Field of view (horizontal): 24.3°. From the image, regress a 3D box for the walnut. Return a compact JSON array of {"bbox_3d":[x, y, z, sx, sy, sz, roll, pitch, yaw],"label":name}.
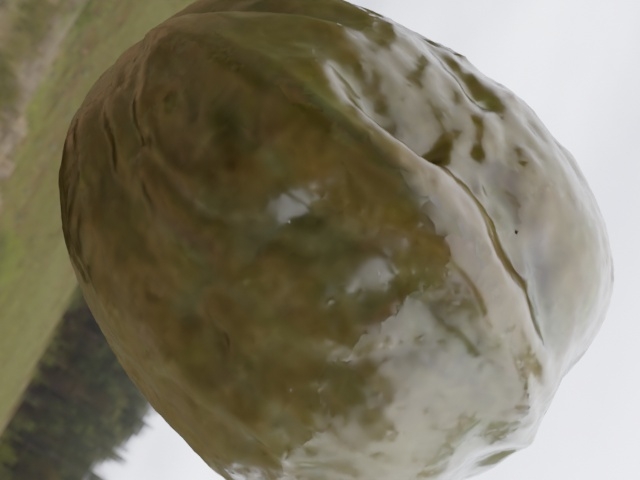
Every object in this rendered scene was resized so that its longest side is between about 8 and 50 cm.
[{"bbox_3d":[0.000,0.000,0.716,0.227,0.283,0.283,-42,-176,-25],"label":"walnut"}]
